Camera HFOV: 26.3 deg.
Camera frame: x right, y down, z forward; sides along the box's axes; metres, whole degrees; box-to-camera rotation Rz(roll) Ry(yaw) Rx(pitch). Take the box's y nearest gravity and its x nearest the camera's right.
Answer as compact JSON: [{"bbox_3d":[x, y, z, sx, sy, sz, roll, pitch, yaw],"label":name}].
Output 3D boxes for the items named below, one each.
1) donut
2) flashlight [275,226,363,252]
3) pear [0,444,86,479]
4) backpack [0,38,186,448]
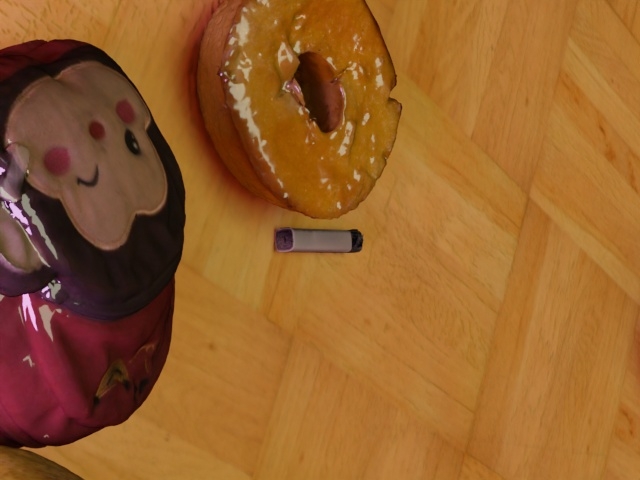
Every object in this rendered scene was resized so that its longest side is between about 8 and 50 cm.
[{"bbox_3d":[-0.020,-0.103,0.966,0.162,0.065,0.178,-31,114,-41],"label":"donut"},{"bbox_3d":[0.000,0.000,1.020,0.083,0.018,0.018,1,87,-51],"label":"flashlight"},{"bbox_3d":[-0.167,0.225,0.678,0.211,0.188,0.228,54,50,-29],"label":"pear"},{"bbox_3d":[-0.158,0.007,0.744,0.229,0.139,0.229,-11,90,-67],"label":"backpack"}]
